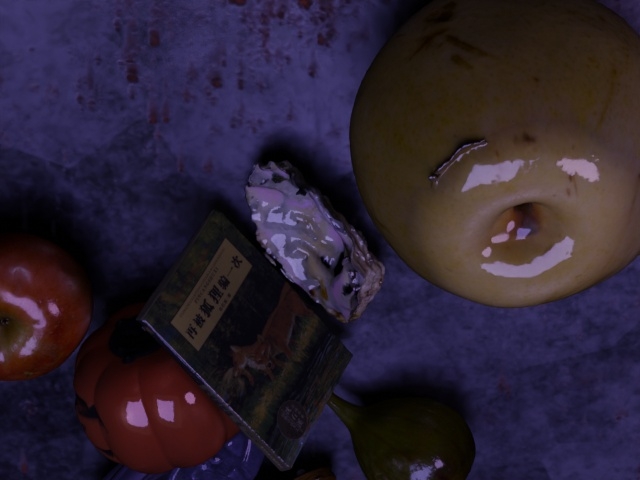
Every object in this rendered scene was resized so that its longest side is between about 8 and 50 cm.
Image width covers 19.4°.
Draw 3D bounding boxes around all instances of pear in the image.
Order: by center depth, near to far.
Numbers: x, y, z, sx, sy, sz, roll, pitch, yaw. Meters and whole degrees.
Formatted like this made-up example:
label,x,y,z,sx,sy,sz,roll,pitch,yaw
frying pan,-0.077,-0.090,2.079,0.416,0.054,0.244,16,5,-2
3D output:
label,x,y,z,sx,sy,sz,roll,pitch,yaw
pear,0.175,-0.081,1.683,0.309,0.309,0.309,2,125,3

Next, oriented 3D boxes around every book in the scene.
label,x,y,z,sx,sy,sz,roll,pitch,yaw
book,-0.073,0.100,1.886,0.024,0.160,0.228,-16,123,45

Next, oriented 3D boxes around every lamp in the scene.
label,x,y,z,sx,sy,sz,roll,pitch,yaw
lamp,-0.160,0.156,1.940,0.188,0.187,0.164,-13,123,13

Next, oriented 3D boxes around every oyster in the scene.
label,x,y,z,sx,sy,sz,roll,pitch,yaw
oyster,0.002,-0.005,1.885,0.209,0.072,0.133,52,146,-12

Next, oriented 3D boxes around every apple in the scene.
label,x,y,z,sx,sy,sz,roll,pitch,yaw
apple,-0.314,0.066,1.923,0.163,0.139,0.163,2,111,4

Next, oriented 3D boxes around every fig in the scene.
label,x,y,z,sx,sy,sz,roll,pitch,yaw
fig,0.057,0.193,2.003,0.236,0.124,0.124,37,121,-2

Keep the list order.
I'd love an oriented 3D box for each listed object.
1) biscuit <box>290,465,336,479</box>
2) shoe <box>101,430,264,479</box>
label,x,y,z,sx,sy,sz,roll,pitch,yaw
biscuit,-0.073,0.308,2.090,0.205,0.031,0.138,-33,158,9
shoe,-0.166,0.257,2.063,0.245,0.137,0.095,-46,122,-4
